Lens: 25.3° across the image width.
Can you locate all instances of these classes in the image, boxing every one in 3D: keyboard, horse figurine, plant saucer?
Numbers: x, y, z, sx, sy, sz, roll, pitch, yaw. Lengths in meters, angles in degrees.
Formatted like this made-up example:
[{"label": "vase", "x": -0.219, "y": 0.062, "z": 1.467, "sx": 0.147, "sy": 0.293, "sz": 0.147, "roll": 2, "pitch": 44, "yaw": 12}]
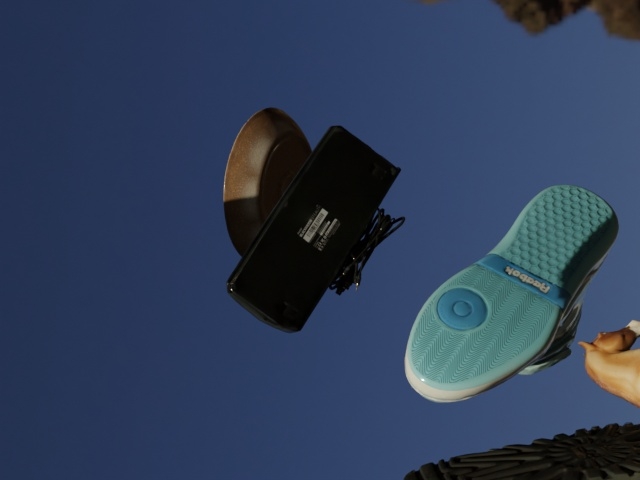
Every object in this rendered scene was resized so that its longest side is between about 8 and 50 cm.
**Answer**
[{"label": "keyboard", "x": 0.000, "y": 0.000, "z": 1.206, "sx": 0.192, "sy": 0.100, "sz": 0.038, "roll": -56, "pitch": 8, "yaw": -27}, {"label": "horse figurine", "x": 0.315, "y": 0.128, "z": 1.092, "sx": 0.066, "sy": 0.174, "sz": 0.263, "roll": 51, "pitch": -167, "yaw": -46}, {"label": "plant saucer", "x": -0.054, "y": -0.066, "z": 1.790, "sx": 0.198, "sy": 0.036, "sz": 0.199, "roll": -25, "pitch": -61, "yaw": -57}]

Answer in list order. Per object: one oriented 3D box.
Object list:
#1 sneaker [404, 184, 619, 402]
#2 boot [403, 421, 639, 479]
[{"label": "sneaker", "x": 0.196, "y": 0.103, "z": 1.512, "sx": 0.319, "sy": 0.127, "sz": 0.208, "roll": -40, "pitch": -26, "yaw": -32}, {"label": "boot", "x": 0.232, "y": 0.301, "z": 1.216, "sx": 0.131, "sy": 0.348, "sz": 0.260, "roll": -124, "pitch": 27, "yaw": -75}]
